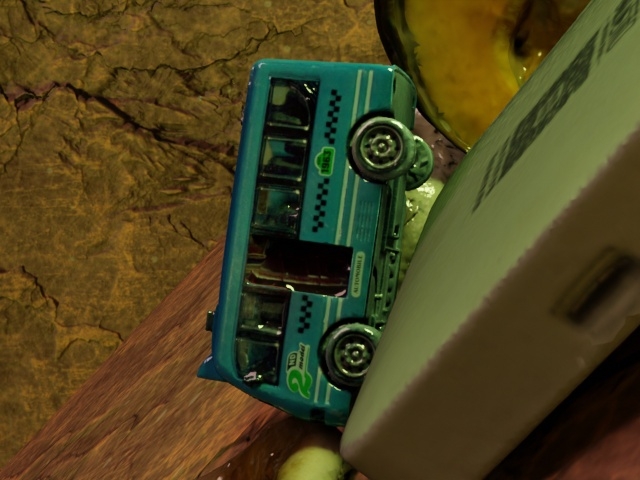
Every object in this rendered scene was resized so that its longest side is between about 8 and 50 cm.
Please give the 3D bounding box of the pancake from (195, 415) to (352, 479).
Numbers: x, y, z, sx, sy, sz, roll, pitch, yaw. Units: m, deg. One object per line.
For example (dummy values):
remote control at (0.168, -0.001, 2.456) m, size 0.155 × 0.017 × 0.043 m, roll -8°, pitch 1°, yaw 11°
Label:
pancake at (-0.082, 0.229, 0.885) m, size 0.282 × 0.049 × 0.282 m, roll -46°, pitch 11°, yaw 12°

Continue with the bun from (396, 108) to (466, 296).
bun at (0.043, -0.013, 1.070) m, size 0.239 × 0.141 × 0.239 m, roll -43°, pitch 10°, yaw 10°

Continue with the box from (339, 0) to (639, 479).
box at (0.169, -0.060, 0.725) m, size 0.373 × 0.090 × 0.367 m, roll -51°, pitch 6°, yaw 31°

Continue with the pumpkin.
pumpkin at (0.184, -0.220, 0.983) m, size 0.303 × 0.256 × 0.225 m, roll -28°, pitch 11°, yaw 17°

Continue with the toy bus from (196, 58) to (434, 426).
toy bus at (0.000, 0.000, 0.906) m, size 0.113 × 0.134 × 0.246 m, roll 8°, pitch -90°, yaw -78°
